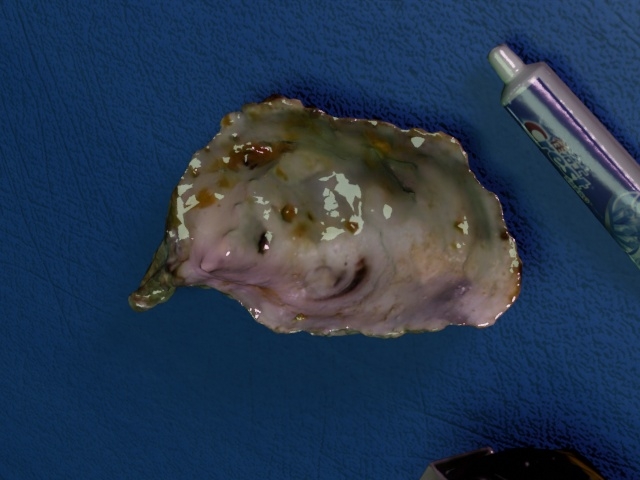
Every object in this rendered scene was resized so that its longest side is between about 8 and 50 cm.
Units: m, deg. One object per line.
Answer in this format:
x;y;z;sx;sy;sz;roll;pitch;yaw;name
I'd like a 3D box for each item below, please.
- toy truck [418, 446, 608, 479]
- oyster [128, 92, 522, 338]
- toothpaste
0.211;0.363;1.206;0.405;0.180;0.254;48;124;28;toy truck
-0.012;-0.025;1.279;0.396;0.111;0.204;2;96;29;oyster
0.224;-0.050;1.157;0.069;0.047;0.268;-41;93;23;toothpaste
